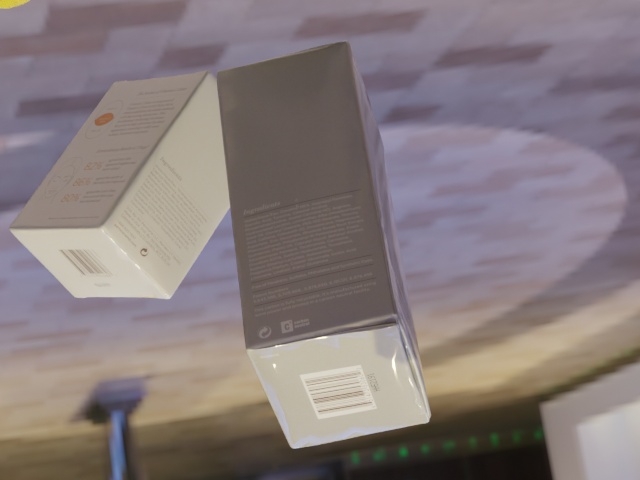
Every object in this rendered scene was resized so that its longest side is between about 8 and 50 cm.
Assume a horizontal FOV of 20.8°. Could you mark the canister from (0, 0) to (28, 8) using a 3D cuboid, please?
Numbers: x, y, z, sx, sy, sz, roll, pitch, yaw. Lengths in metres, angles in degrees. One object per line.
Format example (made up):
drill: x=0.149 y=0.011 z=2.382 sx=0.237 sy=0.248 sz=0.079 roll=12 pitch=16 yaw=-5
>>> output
canister: x=-0.190 y=-0.234 z=1.063 sx=0.073 sy=0.169 sz=0.126 roll=15 pitch=177 yaw=-19

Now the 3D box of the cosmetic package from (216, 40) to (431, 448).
cosmetic package: x=0.000 y=0.000 z=1.140 sx=0.107 sy=0.238 sz=0.127 roll=-11 pitch=143 yaw=8

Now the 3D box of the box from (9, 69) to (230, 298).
box: x=-0.146 y=-0.045 z=1.428 sx=0.130 sy=0.170 sz=0.091 roll=0 pitch=139 yaw=47
